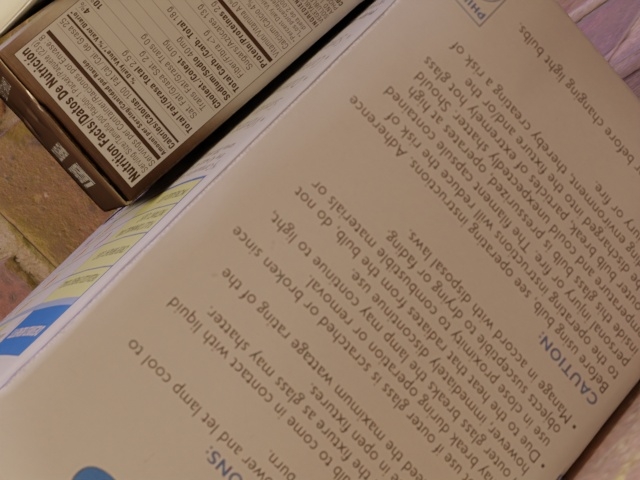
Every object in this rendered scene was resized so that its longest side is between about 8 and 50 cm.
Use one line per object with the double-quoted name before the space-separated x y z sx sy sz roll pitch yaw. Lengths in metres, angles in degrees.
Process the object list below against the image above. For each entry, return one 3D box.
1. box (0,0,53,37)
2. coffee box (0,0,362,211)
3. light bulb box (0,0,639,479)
"box" -0.104 -0.212 0.722 0.113 0.094 0.275 -33 12 43
"coffee box" -0.048 -0.131 0.727 0.246 0.098 0.141 -42 9 -10
"light bulb box" -0.030 0.063 0.772 0.361 0.225 0.358 -46 10 -21
